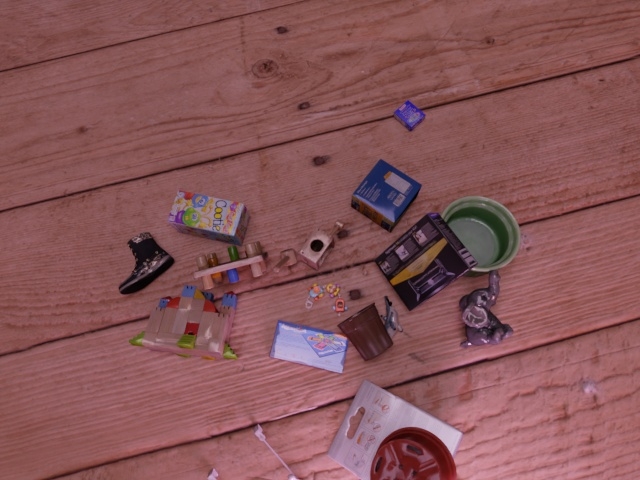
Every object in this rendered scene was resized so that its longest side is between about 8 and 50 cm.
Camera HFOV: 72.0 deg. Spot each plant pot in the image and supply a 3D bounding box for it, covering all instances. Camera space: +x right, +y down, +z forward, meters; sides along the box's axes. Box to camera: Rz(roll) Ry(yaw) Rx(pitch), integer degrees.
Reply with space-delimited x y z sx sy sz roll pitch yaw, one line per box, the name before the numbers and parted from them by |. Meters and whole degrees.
plant pot | 0.275 0.716 1.350 0.273 0.265 0.272 -7 65 15
plant pot | 0.173 0.341 1.622 0.167 0.167 0.165 -31 81 -7

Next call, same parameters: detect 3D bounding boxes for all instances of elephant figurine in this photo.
elephant figurine | 0.581 0.252 1.609 0.186 0.169 0.239 -28 93 -21

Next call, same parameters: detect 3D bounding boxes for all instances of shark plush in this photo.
shark plush | 0.257 0.291 1.684 0.067 0.073 0.161 -19 76 29

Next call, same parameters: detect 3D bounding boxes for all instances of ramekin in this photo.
ramekin | 0.590 -0.006 1.699 0.304 0.148 0.303 -1 68 2

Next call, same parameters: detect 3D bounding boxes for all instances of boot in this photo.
boot | -0.735 0.089 1.775 0.236 0.085 0.178 -38 73 -15

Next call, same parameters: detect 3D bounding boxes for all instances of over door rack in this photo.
over door rack | -0.207 0.845 1.505 0.240 0.108 0.324 -42 75 -10

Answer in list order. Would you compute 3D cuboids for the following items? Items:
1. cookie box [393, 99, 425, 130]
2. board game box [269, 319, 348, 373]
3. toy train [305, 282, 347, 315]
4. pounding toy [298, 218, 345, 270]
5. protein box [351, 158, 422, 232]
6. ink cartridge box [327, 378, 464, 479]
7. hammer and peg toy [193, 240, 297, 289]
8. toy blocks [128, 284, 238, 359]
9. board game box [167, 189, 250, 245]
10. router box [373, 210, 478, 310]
cookie box | 0.391 -0.550 1.942 0.092 0.040 0.107 -42 76 -9
board game box | -0.041 0.403 1.675 0.282 0.027 0.144 12 75 6
toy train | 0.025 0.224 1.717 0.167 0.046 0.125 6 73 4
pounding toy | 0.003 -0.007 1.719 0.094 0.181 0.206 32 77 12
protein box | 0.263 -0.180 1.784 0.201 0.136 0.199 35 78 12
ink cartridge box | 0.261 0.721 1.554 0.385 0.091 0.308 22 75 26
hammer and peg toy | -0.279 0.074 1.666 0.362 0.266 0.127 -14 92 -1
toy blocks | -0.484 0.293 1.670 0.382 0.190 0.260 5 62 3
board game box | -0.445 -0.089 1.784 0.276 0.144 0.141 12 73 6
router box | 0.378 0.080 1.629 0.081 0.309 0.242 -15 66 -49
